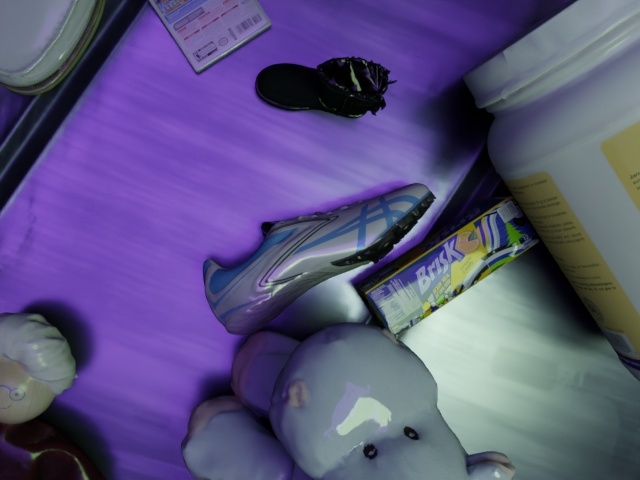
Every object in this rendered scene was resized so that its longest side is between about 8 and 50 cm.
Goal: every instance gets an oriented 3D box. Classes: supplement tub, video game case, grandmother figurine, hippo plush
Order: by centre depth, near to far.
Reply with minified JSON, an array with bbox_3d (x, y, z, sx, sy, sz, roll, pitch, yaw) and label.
[{"bbox_3d":[0.006,0.191,0.566,0.234,0.236,0.294,-19,75,-11],"label":"hippo plush"},{"bbox_3d":[0.298,-0.062,0.624,0.241,0.241,0.331,-35,96,-4],"label":"supplement tub"},{"bbox_3d":[-0.287,0.231,0.637,0.207,0.104,0.342,12,93,-21],"label":"grandmother figurine"},{"bbox_3d":[-0.115,-0.233,0.684,0.087,0.011,0.122,-34,96,-4],"label":"video game case"}]

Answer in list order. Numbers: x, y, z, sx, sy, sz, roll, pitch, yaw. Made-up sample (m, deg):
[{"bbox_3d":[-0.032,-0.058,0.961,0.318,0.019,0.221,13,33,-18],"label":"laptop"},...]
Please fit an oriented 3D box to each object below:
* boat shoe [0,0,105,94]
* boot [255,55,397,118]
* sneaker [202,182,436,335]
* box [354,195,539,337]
[{"bbox_3d":[-0.229,-0.277,0.622,0.113,0.103,0.302,20,90,-7],"label":"boat shoe"},{"bbox_3d":[0.002,-0.142,0.656,0.121,0.099,0.045,12,89,-7],"label":"boot"},{"bbox_3d":[0.000,0.000,0.673,0.237,0.085,0.086,-28,76,-11],"label":"sneaker"},{"bbox_3d":[0.120,0.023,0.696,0.169,0.059,0.054,-32,96,-5],"label":"box"}]
